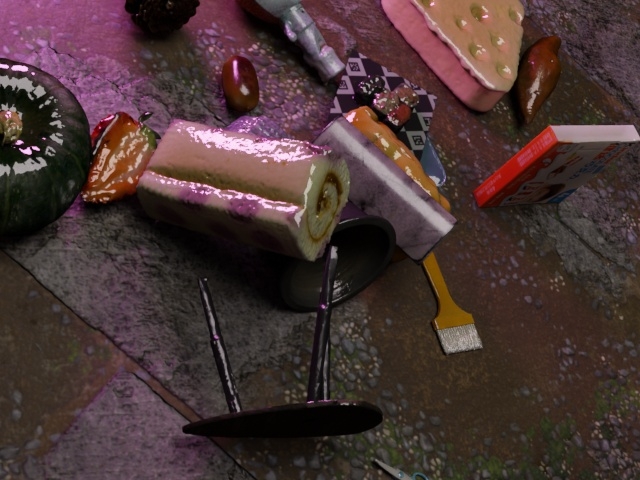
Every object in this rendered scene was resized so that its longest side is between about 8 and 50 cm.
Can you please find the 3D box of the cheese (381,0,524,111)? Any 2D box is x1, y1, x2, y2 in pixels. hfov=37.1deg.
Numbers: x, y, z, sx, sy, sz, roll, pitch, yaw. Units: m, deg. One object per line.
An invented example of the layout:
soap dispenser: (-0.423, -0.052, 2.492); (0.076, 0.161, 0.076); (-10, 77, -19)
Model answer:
cheese: (0.354, -0.471, 2.277); (0.384, 0.104, 0.384); (16, 54, -23)

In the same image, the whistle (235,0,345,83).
whistle: (-0.078, -0.484, 2.015); (0.346, 0.133, 0.142); (52, 8, -7)

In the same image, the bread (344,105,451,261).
bread: (0.120, -0.111, 1.859); (0.294, 0.167, 0.132); (52, 8, 4)

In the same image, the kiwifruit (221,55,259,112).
kiwifruit: (-0.158, -0.308, 1.882); (0.075, 0.075, 0.124); (3, 58, -30)

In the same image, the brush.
brush: (0.240, 0.098, 1.916); (0.103, 0.013, 0.272); (-5, 64, -34)

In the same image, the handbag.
handbag: (0.151, -0.189, 2.010); (0.179, 0.062, 0.229); (-12, 69, -33)

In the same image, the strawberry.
strawberry: (-0.352, -0.140, 1.650); (0.140, 0.085, 0.192); (20, 73, -39)

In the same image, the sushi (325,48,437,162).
sushi: (0.144, -0.286, 1.991); (0.219, 0.047, 0.231); (27, 54, -12)

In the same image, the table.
table: (-0.066, 0.168, 1.500); (0.317, 0.317, 0.249); (7, 68, -28)

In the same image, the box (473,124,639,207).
box: (0.512, -0.160, 2.072); (0.265, 0.273, 0.048); (-6, 65, -33)

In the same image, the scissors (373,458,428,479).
scissors: (0.140, 0.412, 1.659); (0.119, 0.014, 0.058); (34, 49, -14)

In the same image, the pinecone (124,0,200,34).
pinecone: (-0.316, -0.500, 1.852); (0.163, 0.163, 0.165); (-4, 52, -33)

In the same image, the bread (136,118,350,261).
bread: (-0.130, -0.086, 1.597); (0.338, 0.155, 0.187); (14, 68, 26)

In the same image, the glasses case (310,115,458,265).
glasses case: (0.109, -0.094, 1.762); (0.299, 0.060, 0.114); (43, 89, 6)

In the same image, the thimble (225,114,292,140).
thimble: (-0.125, -0.150, 1.757); (0.150, 0.150, 0.098); (42, 50, -3)

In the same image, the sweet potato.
sweet potato: (0.540, -0.417, 2.359); (0.112, 0.112, 0.359); (31, 53, -12)

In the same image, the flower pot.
flower pot: (0.000, 0.000, 1.720); (0.235, 0.235, 0.148); (-7, 46, -34)

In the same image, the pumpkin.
pumpkin: (-0.507, -0.153, 1.481); (0.300, 0.207, 0.300); (9, 65, -20)
